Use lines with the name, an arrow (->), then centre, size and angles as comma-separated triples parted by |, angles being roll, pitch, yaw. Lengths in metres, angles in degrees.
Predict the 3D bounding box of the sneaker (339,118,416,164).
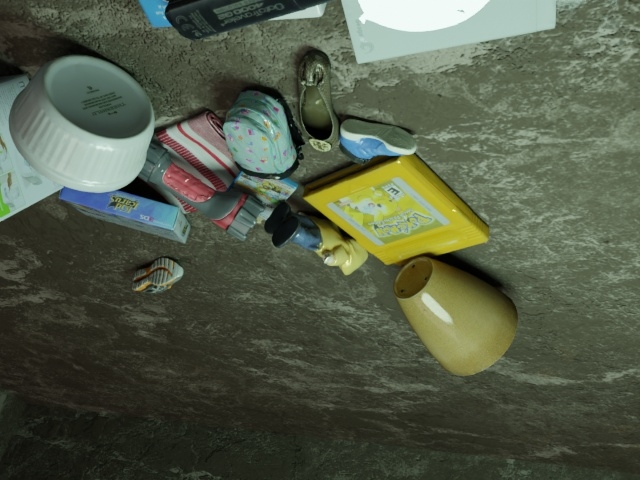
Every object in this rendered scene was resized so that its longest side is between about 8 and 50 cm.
sneaker -> 0.110, -0.184, 1.403 | 0.152, 0.058, 0.084 | 13, 147, 3

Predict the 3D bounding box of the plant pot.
plant pot -> 0.297, 0.154, 1.687 | 0.237, 0.237, 0.254 | -20, 130, 42

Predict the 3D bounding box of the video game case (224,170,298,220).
video game case -> -0.137, -0.110, 1.584 | 0.119, 0.015, 0.166 | 27, 146, -15

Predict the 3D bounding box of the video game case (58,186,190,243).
video game case -> -0.462, -0.071, 1.725 | 0.270, 0.061, 0.244 | 16, 173, -2

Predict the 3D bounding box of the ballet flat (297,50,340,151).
ballet flat -> -0.007, -0.248, 1.353 | 0.084, 0.058, 0.250 | 10, 147, 9

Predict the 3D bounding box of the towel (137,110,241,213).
towel -> -0.290, -0.165, 1.617 | 0.329, 0.037, 0.237 | -13, 137, 37

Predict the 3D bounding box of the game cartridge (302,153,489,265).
game cartridge -> 0.167, -0.060, 1.575 | 0.285, 0.052, 0.324 | -19, 134, 41

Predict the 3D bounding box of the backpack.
backpack -> -0.119, -0.207, 1.411 | 0.152, 0.115, 0.182 | 9, 144, 14

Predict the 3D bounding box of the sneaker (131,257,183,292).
sneaker -> -0.459, 0.107, 2.069 | 0.215, 0.084, 0.083 | -14, 151, 42

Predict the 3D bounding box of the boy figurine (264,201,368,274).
boy figurine -> 0.000, 0.000, 1.651 | 0.092, 0.177, 0.285 | -48, 139, 15

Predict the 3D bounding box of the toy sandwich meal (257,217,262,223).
toy sandwich meal -> -0.154, -0.076, 1.701 | 0.086, 0.029, 0.085 | 11, 147, 7

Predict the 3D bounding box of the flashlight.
flashlight -> -0.270, -0.116, 1.549 | 0.304, 0.103, 0.103 | 34, -178, -8

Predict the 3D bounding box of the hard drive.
hard drive -> 0.186, -0.372, 1.046 | 0.308, 0.040, 0.203 | -8, 143, 11

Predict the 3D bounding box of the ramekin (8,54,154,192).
ramekin -> -0.447, -0.237, 1.375 | 0.273, 0.272, 0.127 | 28, 133, -19

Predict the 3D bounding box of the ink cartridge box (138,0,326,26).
ink cartridge box -> -0.158, -0.495, 0.937 | 0.286, 0.166, 0.395 | 2, 146, 18

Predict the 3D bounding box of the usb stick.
usb stick -> -0.088, -0.332, 0.970 | 0.278, 0.045, 0.077 | -7, 151, 29

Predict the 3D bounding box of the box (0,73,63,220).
box -> -0.688, -0.188, 1.477 | 0.127, 0.231, 0.262 | 2, 117, 26
